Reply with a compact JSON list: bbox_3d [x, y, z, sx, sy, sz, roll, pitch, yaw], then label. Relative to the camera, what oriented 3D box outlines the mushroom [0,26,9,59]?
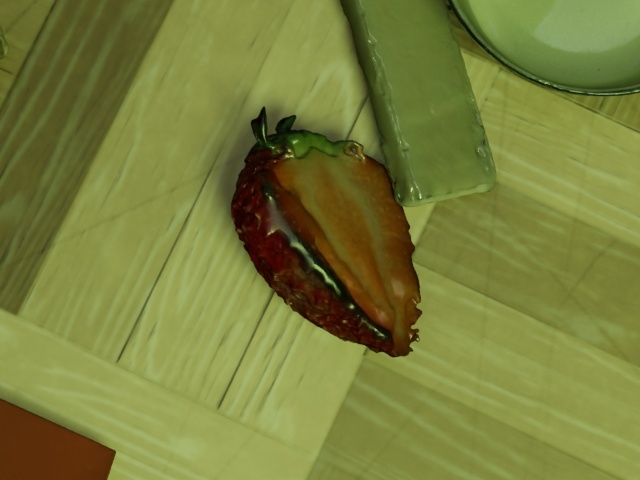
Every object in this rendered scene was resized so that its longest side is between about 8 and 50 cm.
[{"bbox_3d":[-0.408,-0.054,1.413,0.397,0.126,0.177,-23,62,-5],"label":"mushroom"}]

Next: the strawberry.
[{"bbox_3d":[-0.001,-0.003,1.429,0.192,0.085,0.140,42,45,-19],"label":"strawberry"}]

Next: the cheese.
[{"bbox_3d":[0.047,-0.220,1.479,0.085,0.034,0.400,-10,78,-23],"label":"cheese"}]

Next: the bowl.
[{"bbox_3d":[0.199,-0.211,1.445,0.238,0.126,0.237,0,82,-1],"label":"bowl"}]

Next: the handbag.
[{"bbox_3d":[-0.252,0.169,1.368,0.190,0.063,0.127,26,45,-12],"label":"handbag"}]
